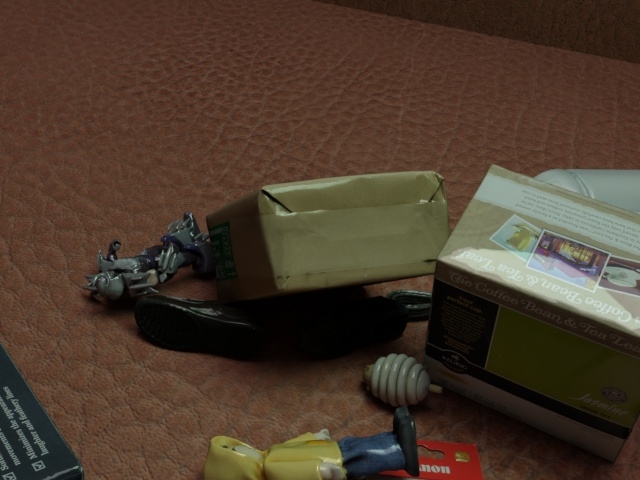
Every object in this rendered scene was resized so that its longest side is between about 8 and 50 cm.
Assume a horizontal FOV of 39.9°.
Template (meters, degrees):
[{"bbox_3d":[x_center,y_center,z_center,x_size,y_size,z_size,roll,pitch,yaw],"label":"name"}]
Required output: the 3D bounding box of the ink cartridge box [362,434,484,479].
[{"bbox_3d":[0.154,0.342,1.214,0.181,0.056,0.224,7,34,-5],"label":"ink cartridge box"}]

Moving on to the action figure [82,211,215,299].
[{"bbox_3d":[-0.289,0.034,1.515,0.185,0.099,0.285,9,20,32],"label":"action figure"}]

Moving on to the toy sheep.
[{"bbox_3d":[0.127,0.217,1.368,0.132,0.091,0.091,3,28,25],"label":"toy sheep"}]

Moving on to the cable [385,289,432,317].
[{"bbox_3d":[0.265,0.105,1.583,0.287,0.072,0.139,14,36,5],"label":"cable"}]

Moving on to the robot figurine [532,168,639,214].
[{"bbox_3d":[0.514,-0.035,1.661,0.354,0.199,0.300,-1,-2,-14],"label":"robot figurine"}]

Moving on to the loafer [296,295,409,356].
[{"bbox_3d":[0.048,0.140,1.480,0.223,0.076,0.078,-10,32,-36],"label":"loafer"}]

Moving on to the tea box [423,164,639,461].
[{"bbox_3d":[0.352,0.111,1.329,0.329,0.323,0.220,22,55,18],"label":"tea box"}]

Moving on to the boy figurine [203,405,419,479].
[{"bbox_3d":[-0.014,0.289,1.184,0.285,0.092,0.177,-7,4,2],"label":"boy figurine"}]

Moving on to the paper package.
[{"bbox_3d":[0.000,0.000,1.442,0.310,0.168,0.325,-6,-4,-23],"label":"paper package"}]

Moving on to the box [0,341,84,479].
[{"bbox_3d":[-0.502,0.296,0.963,0.396,0.211,0.293,-16,41,-35],"label":"box"}]

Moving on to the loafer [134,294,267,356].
[{"bbox_3d":[-0.192,0.134,1.430,0.220,0.080,0.078,15,23,-1],"label":"loafer"}]
